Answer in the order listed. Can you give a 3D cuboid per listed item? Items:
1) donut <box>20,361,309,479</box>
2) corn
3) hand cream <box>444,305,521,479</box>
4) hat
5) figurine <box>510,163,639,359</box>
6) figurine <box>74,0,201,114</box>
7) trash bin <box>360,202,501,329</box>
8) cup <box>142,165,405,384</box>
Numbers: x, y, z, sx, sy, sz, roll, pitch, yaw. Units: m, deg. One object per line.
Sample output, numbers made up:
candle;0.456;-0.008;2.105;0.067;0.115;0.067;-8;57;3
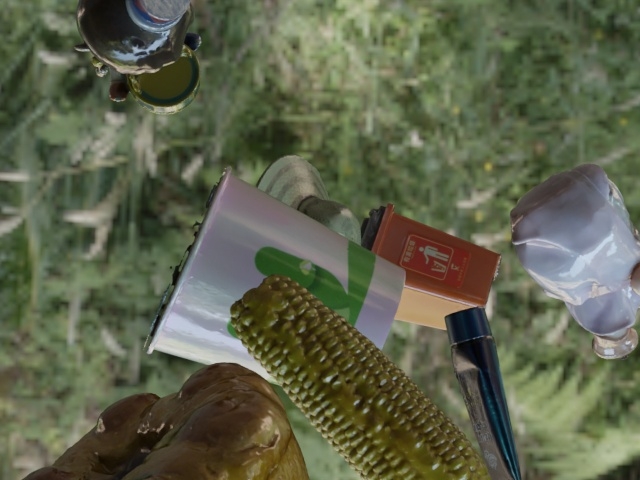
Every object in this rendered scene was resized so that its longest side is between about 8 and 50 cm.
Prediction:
donut;-0.143;0.233;1.263;0.299;0.150;0.317;-14;-161;40
corn;0.046;0.182;1.677;0.363;0.120;0.120;43;174;7
hand cream;0.234;0.228;2.121;0.061;0.270;0.120;-13;173;-14
hat;0.000;0.000;2.215;0.110;0.252;0.252;2;173;30
figurine;0.301;0.024;1.694;0.200;0.133;0.276;48;178;45
figurine;-0.220;-0.260;1.891;0.161;0.158;0.275;-40;171;-6
trash bin;0.166;0.066;2.515;0.239;0.161;0.184;18;148;5
cup;-0.052;0.072;1.895;0.274;0.253;0.253;24;168;-6
